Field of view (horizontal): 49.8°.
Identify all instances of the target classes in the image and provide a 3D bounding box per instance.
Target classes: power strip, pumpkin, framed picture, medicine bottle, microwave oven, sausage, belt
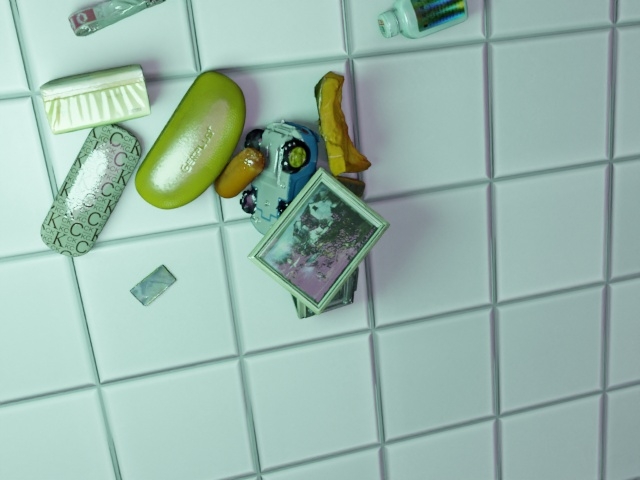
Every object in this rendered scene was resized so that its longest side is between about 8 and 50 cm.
[{"bbox_3d":[0.060,-0.147,1.862,0.178,0.028,0.049,5,107,-49],"label":"power strip"},{"bbox_3d":[0.047,-0.282,1.759,0.095,0.258,0.290,-12,107,12],"label":"pumpkin"},{"bbox_3d":[0.000,0.000,1.697,0.232,0.019,0.296,39,81,-5],"label":"framed picture"},{"bbox_3d":[0.265,-0.597,1.804,0.229,0.083,0.121,-23,109,-9],"label":"medicine bottle"},{"bbox_3d":[0.006,0.086,1.839,0.194,0.145,0.240,-14,150,-8],"label":"microwave oven"},{"bbox_3d":[-0.205,-0.171,1.746,0.076,0.197,0.076,16,59,-29],"label":"sausage"},{"bbox_3d":[-0.479,-0.546,1.629,0.232,0.071,0.053,-26,93,-9],"label":"belt"}]

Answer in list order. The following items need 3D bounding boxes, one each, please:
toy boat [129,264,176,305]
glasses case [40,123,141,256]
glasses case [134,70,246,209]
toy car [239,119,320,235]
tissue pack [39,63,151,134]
[{"bbox_3d":[-0.451,0.121,1.859,0.115,0.016,0.063,-39,111,-2],"label":"toy boat"},{"bbox_3d":[-0.571,-0.123,1.719,0.137,0.085,0.354,28,97,-21],"label":"glasses case"},{"bbox_3d":[-0.312,-0.238,1.725,0.173,0.141,0.371,32,96,-21],"label":"glasses case"},{"bbox_3d":[-0.090,-0.153,1.796,0.166,0.198,0.314,-7,111,-38],"label":"toy car"},{"bbox_3d":[-0.526,-0.335,1.630,0.234,0.159,0.125,-14,109,-11],"label":"tissue pack"}]
